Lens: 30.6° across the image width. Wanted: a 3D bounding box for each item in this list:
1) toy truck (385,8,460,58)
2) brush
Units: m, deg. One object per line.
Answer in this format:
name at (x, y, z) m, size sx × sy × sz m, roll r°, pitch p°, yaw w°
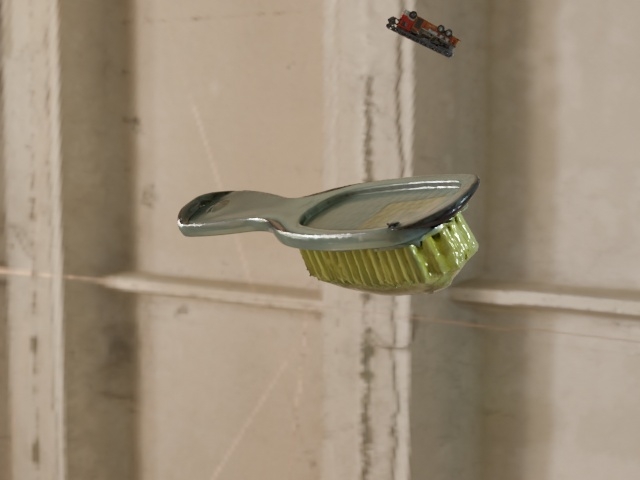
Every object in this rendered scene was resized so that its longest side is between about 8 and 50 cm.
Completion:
toy truck at (0.114, -0.231, 1.294) m, size 0.083 × 0.024 × 0.032 m, roll 28°, pitch -79°, yaw 0°
brush at (0.000, 0.000, 0.700) m, size 0.297 × 0.068 × 0.060 m, roll 4°, pitch -56°, yaw 59°
